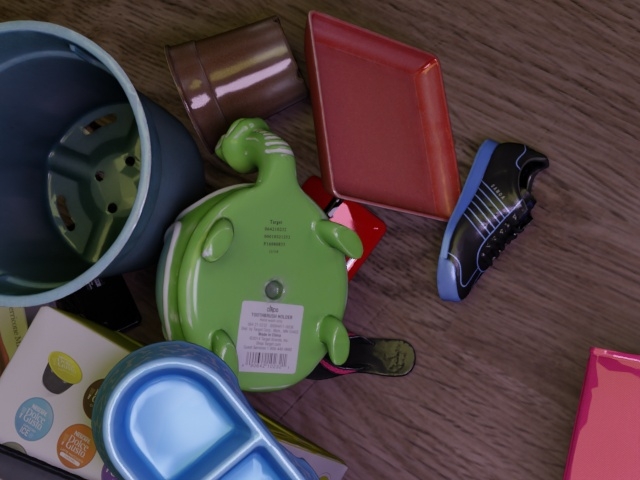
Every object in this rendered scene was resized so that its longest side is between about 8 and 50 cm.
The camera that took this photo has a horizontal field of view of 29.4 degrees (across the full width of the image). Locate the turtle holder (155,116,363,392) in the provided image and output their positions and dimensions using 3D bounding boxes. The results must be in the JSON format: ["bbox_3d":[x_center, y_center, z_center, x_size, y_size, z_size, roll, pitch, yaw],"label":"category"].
[{"bbox_3d":[-0.107,0.027,1.542,0.243,0.227,0.320,-27,107,-26],"label":"turtle holder"}]

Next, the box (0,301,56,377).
[{"bbox_3d":[-0.488,0.163,1.716,0.232,0.127,0.148,-13,88,8],"label":"box"}]

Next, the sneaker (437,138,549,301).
[{"bbox_3d":[0.225,-0.023,1.596,0.091,0.081,0.232,14,78,28],"label":"sneaker"}]

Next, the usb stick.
[{"bbox_3d":[-0.322,0.276,1.337,0.278,0.045,0.077,16,79,22],"label":"usb stick"}]

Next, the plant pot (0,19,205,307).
[{"bbox_3d":[-0.321,-0.087,1.601,0.341,0.334,0.341,0,88,14],"label":"plant pot"}]

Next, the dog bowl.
[{"bbox_3d":[-0.112,0.238,1.258,0.166,0.074,0.297,-39,91,-7],"label":"dog bowl"}]

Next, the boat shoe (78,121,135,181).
[{"bbox_3d":[-0.324,-0.115,1.807,0.190,0.068,0.072,44,102,23],"label":"boat shoe"}]

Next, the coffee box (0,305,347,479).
[{"bbox_3d":[-0.219,0.321,1.500,0.338,0.338,0.334,27,84,22],"label":"coffee box"}]

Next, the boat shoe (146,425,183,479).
[{"bbox_3d":[-0.180,0.214,1.315,0.049,0.042,0.133,-24,70,5],"label":"boat shoe"}]

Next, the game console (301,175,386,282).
[{"bbox_3d":[0.000,0.000,1.698,0.124,0.085,0.144,37,88,-8],"label":"game console"}]

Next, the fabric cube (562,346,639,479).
[{"bbox_3d":[0.408,0.285,1.359,0.259,0.254,0.258,9,78,20],"label":"fabric cube"}]

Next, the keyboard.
[{"bbox_3d":[-0.340,0.065,1.784,0.100,0.038,0.192,-23,66,-15],"label":"keyboard"}]

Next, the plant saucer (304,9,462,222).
[{"bbox_3d":[0.077,-0.150,1.609,0.048,0.259,0.258,-24,66,40],"label":"plant saucer"}]

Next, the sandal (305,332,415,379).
[{"bbox_3d":[0.037,0.151,1.628,0.179,0.040,0.067,-1,75,17],"label":"sandal"}]

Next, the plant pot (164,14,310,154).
[{"bbox_3d":[-0.112,-0.229,1.726,0.165,0.167,0.167,-22,69,3],"label":"plant pot"}]
